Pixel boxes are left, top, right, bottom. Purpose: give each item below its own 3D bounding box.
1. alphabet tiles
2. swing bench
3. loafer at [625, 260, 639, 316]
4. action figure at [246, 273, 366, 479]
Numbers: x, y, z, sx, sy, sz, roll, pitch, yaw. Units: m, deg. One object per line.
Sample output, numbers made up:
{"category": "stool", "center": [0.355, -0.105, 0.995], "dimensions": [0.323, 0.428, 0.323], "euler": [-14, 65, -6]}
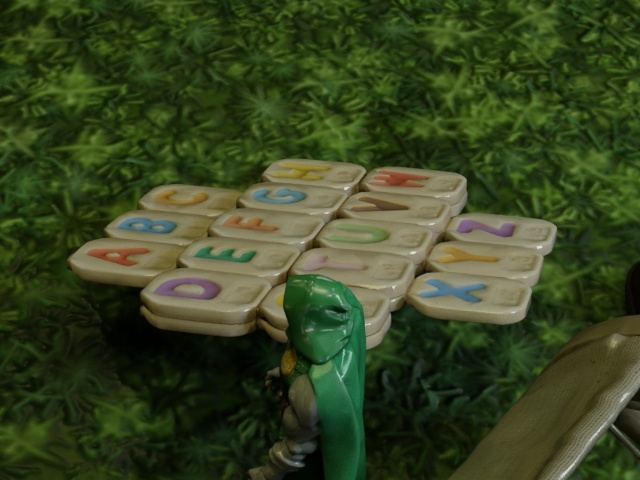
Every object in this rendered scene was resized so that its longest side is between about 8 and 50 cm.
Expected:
{"category": "alphabet tiles", "center": [0.000, 0.000, 0.999], "dimensions": [0.278, 0.021, 0.284], "euler": [6, 21, 15]}
{"category": "swing bench", "center": [0.158, 0.182, 0.812], "dimensions": [0.254, 0.165, 0.253], "euler": [28, 50, 23]}
{"category": "loafer", "center": [0.270, 0.072, 0.990], "dimensions": [0.080, 0.078, 0.220], "euler": [-18, 49, -21]}
{"category": "action figure", "center": [-0.004, 0.101, 0.834], "dimensions": [0.063, 0.232, 0.137], "euler": [7, 44, 4]}
